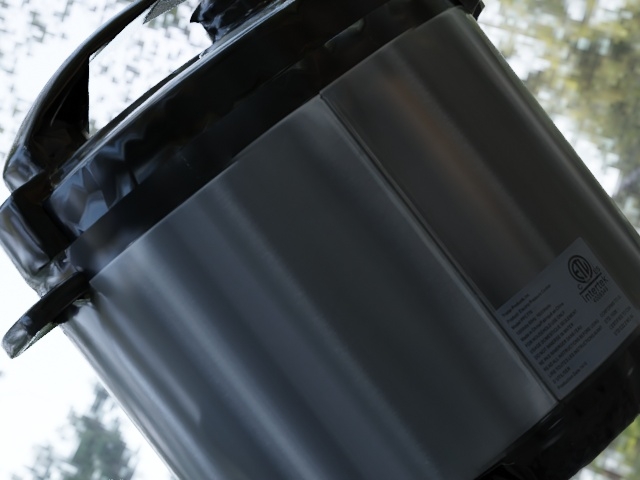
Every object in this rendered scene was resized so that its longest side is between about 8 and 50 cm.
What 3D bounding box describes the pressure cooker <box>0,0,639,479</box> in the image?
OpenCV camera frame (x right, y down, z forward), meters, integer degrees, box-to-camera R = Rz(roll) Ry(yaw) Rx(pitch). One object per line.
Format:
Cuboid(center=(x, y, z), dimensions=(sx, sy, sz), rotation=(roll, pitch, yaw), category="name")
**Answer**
Cuboid(center=(0.004, -0.003, 1.028), dimensions=(0.375, 0.420, 0.370), rotation=(-38, 1, 18), category="pressure cooker")
